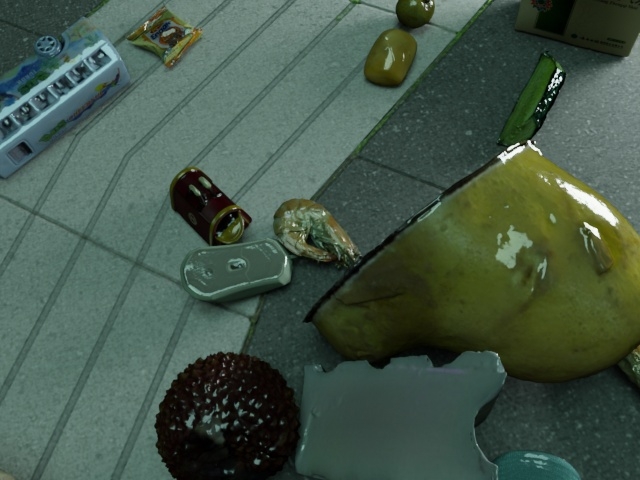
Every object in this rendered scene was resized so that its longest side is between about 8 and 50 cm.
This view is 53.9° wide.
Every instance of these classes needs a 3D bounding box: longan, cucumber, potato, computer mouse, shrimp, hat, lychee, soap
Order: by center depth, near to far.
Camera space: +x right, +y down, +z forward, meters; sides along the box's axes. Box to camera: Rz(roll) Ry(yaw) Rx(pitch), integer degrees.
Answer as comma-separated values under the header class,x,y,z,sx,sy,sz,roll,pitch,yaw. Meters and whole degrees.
class,x,y,z,sx,sy,sz,roll,pitch,yaw
soap,0.067,0.211,0.732,0.258,0.302,0.158,9,67,13
hat,0.255,0.349,0.766,0.138,0.078,0.190,9,83,16
potato,0.217,0.085,0.801,0.397,0.290,0.296,-39,78,-3
lychee,-0.121,0.229,0.809,0.188,0.188,0.188,-2,63,4
computer mouse,-0.122,0.045,0.965,0.182,0.056,0.089,-12,71,-13
shrimp,0.000,0.000,0.977,0.180,0.041,0.099,43,54,17
cucumber,0.376,-0.249,1.070,0.046,0.070,0.220,34,70,-11
longan,0.180,-0.435,1.172,0.075,0.083,0.075,10,72,-31

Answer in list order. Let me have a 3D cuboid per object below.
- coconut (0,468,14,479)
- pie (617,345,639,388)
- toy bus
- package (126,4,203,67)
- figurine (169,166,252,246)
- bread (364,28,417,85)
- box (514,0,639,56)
class,x,y,z,sx,sy,sz,roll,pitch,yaw
coconut,-0.504,0.372,0.715,0.298,0.297,0.309,-8,64,1
pie,0.527,0.125,0.865,0.274,0.055,0.274,-1,58,2
toy bus,-0.508,-0.253,1.133,0.136,0.109,0.330,43,74,11
package,-0.300,-0.399,1.225,0.121,0.031,0.108,35,71,21
figurine,-0.173,-0.056,1.000,0.082,0.098,0.154,-39,63,-18
bread,0.127,-0.337,1.139,0.082,0.056,0.115,23,67,17
box,0.467,-0.434,1.094,0.212,0.168,0.095,20,65,15
